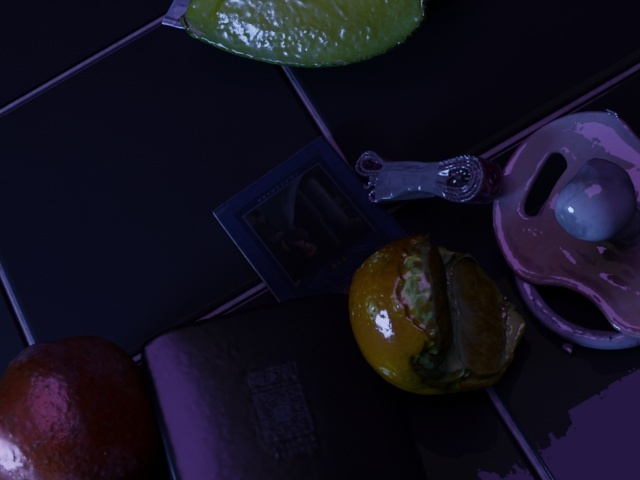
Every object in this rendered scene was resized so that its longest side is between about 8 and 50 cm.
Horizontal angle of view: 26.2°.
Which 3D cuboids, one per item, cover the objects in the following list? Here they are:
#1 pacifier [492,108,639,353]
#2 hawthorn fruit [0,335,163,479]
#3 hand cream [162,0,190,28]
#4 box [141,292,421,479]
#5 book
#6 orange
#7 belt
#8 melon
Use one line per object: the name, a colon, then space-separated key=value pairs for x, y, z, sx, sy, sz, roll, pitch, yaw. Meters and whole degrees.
pacifier: x=0.353 y=-0.025 z=1.652 sx=0.332 sy=0.273 sz=0.220 roll=30 pitch=57 yaw=27
hawthorn fruit: x=-0.302 y=0.234 z=1.679 sx=0.263 sy=0.235 sz=0.231 roll=24 pitch=99 yaw=41
hand cream: x=-0.177 y=-0.419 z=2.113 sx=0.052 sy=0.038 sz=0.216 roll=4 pitch=68 yaw=45
box: x=-0.050 y=0.217 z=1.662 sx=0.290 sy=0.073 sz=0.289 roll=-13 pitch=67 yaw=-15
book: x=0.000 y=0.000 z=1.843 sx=0.191 sy=0.025 sz=0.269 roll=-35 pitch=59 yaw=-5
orange: x=0.125 y=0.097 z=1.651 sx=0.158 sy=0.237 sz=0.179 roll=-25 pitch=64 yaw=31
belt: x=0.135 y=-0.077 z=1.781 sx=0.232 sy=0.053 sz=0.071 roll=6 pitch=86 yaw=48
melon: x=0.015 y=-0.382 z=1.940 sx=0.343 sy=0.226 sz=0.331 roll=30 pitch=63 yaw=14
